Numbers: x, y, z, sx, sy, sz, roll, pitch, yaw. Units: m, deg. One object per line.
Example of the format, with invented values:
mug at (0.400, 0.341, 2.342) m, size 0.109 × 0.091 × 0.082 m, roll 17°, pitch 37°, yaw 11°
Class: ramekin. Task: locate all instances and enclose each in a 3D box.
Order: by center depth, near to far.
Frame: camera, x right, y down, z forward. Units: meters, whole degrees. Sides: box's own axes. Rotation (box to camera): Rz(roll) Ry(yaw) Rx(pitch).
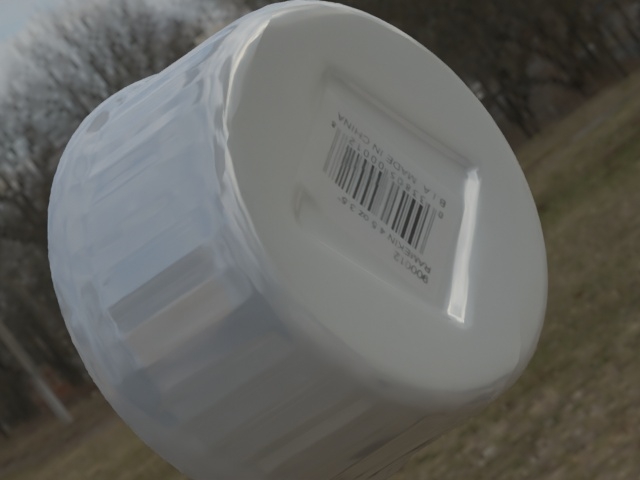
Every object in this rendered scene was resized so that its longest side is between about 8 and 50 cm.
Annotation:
ramekin at (0.000, 0.000, 0.878) m, size 0.135 × 0.277 × 0.277 m, roll -33°, pitch 5°, yaw 41°
